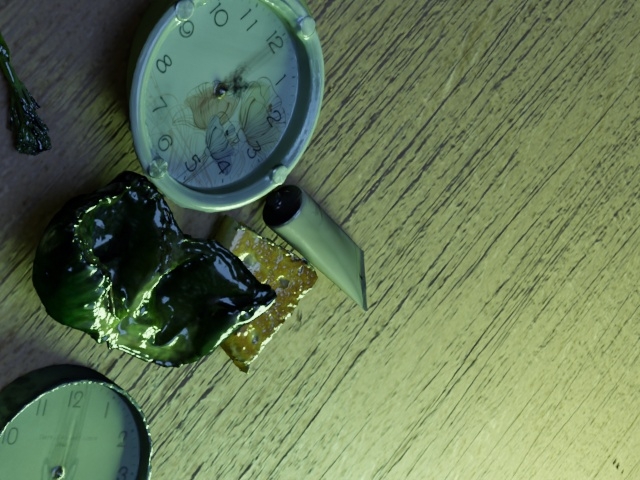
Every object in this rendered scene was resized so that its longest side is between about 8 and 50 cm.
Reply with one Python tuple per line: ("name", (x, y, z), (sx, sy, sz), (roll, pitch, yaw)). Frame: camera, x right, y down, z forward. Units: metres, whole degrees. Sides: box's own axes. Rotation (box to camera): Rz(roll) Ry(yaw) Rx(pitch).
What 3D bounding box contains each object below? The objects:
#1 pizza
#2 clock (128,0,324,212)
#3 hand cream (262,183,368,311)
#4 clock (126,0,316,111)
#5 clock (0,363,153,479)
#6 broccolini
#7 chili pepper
("pizza", (-0.066, 0.046, 1.710), (0.131, 0.041, 0.178), (-27, 119, -22))
("clock", (-0.099, -0.146, 1.571), (0.236, 0.053, 0.236), (-15, 114, -38))
("hand cream", (0.000, 0.000, 1.749), (0.186, 0.054, 0.087), (43, 33, -42))
("clock", (-0.096, -0.168, 1.626), (0.235, 0.029, 0.235), (-18, 118, -38))
("clock", (-0.262, 0.231, 1.595), (0.215, 0.042, 0.215), (-15, 114, -39))
("broccolini", (-0.284, -0.139, 1.464), (0.035, 0.030, 0.140), (-19, 118, 3))
("chili pepper", (-0.184, 0.029, 1.561), (0.148, 0.116, 0.264), (-42, 141, 16))
